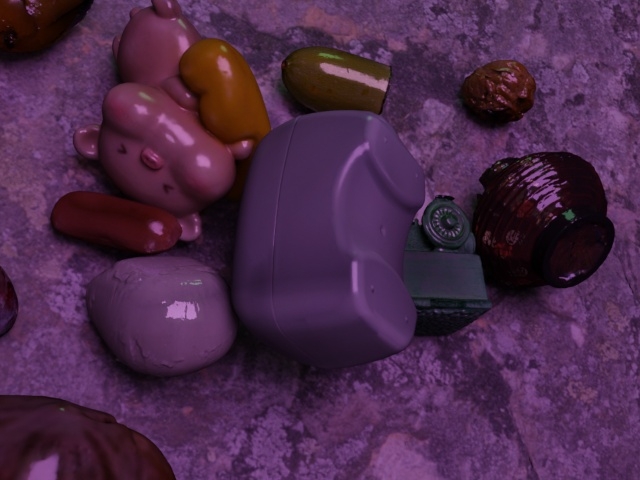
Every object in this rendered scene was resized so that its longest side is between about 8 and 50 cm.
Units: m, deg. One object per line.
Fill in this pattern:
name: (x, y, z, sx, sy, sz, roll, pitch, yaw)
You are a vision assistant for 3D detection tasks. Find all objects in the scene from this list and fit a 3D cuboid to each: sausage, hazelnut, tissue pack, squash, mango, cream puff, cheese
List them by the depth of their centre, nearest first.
hazelnut: (-0.330, 0.343, 1.267, 0.372, 0.372, 0.315, 5, 25, -22)
tissue pack: (0.000, 0.000, 1.534, 0.229, 0.236, 0.333, 43, 46, -51)
cheese: (-0.207, 0.105, 1.535, 0.198, 0.189, 0.154, -4, 101, -25)
sausage: (-0.290, -0.025, 1.587, 0.194, 0.077, 0.077, 12, 56, 15)
mango: (-0.428, -0.384, 1.688, 0.151, 0.156, 0.249, 14, 51, 24)
squash: (0.021, -0.258, 1.852, 0.186, 0.123, 0.123, 15, 60, -14)
cream puff: (0.315, -0.261, 1.992, 0.133, 0.119, 0.104, 6, 79, 8)

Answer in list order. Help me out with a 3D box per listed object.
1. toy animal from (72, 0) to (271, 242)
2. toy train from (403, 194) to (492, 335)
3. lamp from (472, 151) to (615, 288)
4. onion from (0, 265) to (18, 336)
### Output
toy animal: (-0.228, -0.180, 1.620, 0.247, 0.277, 0.345, -34, 85, -20)
toy train: (0.126, 0.037, 1.735, 0.266, 0.145, 0.202, 3, 68, -23)
lamp: (0.355, -0.037, 1.833, 0.247, 0.247, 0.247, 10, 62, -20)
onion: (-0.487, 0.046, 1.474, 0.206, 0.098, 0.151, 40, 54, -2)
